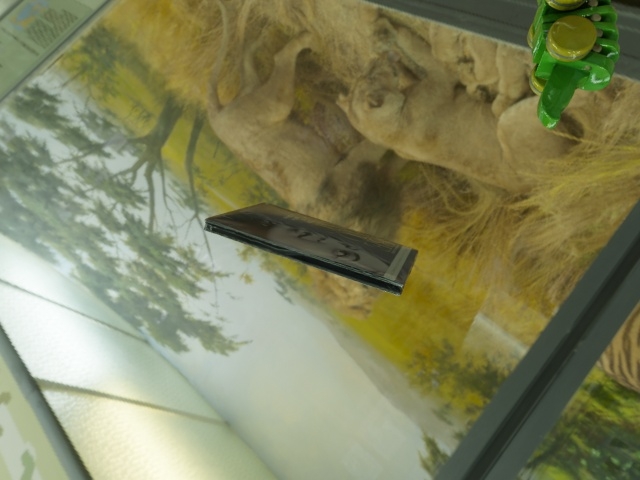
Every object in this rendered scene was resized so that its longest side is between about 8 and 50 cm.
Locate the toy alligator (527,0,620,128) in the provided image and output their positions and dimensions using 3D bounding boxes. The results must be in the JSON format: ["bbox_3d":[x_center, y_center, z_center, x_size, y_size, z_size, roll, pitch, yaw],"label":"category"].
[{"bbox_3d":[0.178,-0.167,0.343,0.051,0.190,0.056,2,164,10],"label":"toy alligator"}]

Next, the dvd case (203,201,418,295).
[{"bbox_3d":[0.000,0.000,0.573,0.221,0.018,0.164,18,-165,13],"label":"dvd case"}]
